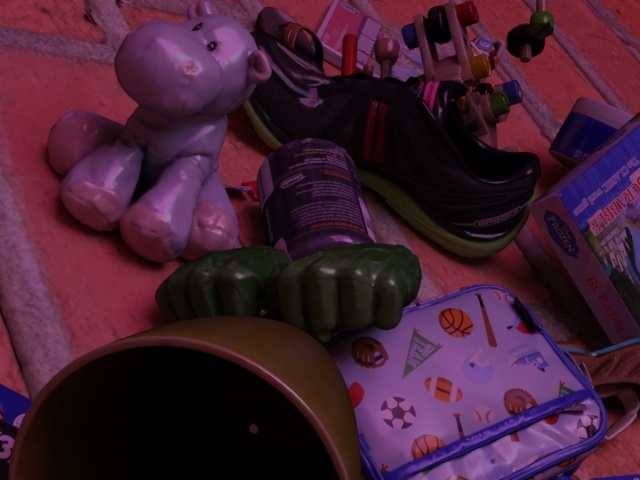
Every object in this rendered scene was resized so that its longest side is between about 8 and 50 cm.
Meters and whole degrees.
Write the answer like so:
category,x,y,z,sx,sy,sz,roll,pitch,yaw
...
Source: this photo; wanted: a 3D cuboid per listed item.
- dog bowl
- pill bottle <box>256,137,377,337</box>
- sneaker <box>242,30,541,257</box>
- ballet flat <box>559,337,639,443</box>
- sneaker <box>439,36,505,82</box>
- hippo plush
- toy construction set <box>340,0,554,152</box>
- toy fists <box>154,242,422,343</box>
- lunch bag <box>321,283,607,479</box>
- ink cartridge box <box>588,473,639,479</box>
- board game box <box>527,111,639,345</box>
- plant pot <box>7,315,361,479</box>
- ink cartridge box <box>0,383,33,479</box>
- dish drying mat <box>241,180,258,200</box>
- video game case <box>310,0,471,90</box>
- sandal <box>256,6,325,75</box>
category,x,y,z,sx,sy,sz,roll,pitch,yaw
dog bowl,0.512,-0.124,1.910,0.265,0.104,0.265,31,5,-3
pill bottle,0.000,0.000,1.379,0.130,0.130,0.246,17,37,-25
sneaker,0.093,-0.168,1.608,0.482,0.202,0.185,28,33,-10
ballet flat,0.319,0.195,1.453,0.342,0.116,0.124,2,64,-45
sneaker,0.251,-0.308,1.987,0.069,0.084,0.185,43,33,12
hippo plush,-0.140,-0.127,1.319,0.294,0.237,0.234,-10,53,-47
toy construction set,0.181,-0.199,1.742,0.308,0.257,0.237,3,59,4
toy fists,-0.036,0.055,1.200,0.279,0.096,0.142,0,4,24
lunch bag,0.146,0.181,1.224,0.303,0.115,0.243,-17,56,-27
ink cartridge box,0.377,0.365,1.320,0.097,0.046,0.207,5,43,-39
board game box,0.483,0.003,1.667,0.318,0.066,0.318,-37,97,-35
plant pot,-0.076,0.173,1.006,0.274,0.275,0.293,36,18,3
ink cartridge box,-0.330,0.203,0.901,0.175,0.069,0.371,30,31,-7
dish drying mat,-0.064,-0.069,1.523,0.083,0.008,0.032,-11,55,-48
video game case,0.125,-0.296,1.963,0.285,0.025,0.204,30,33,-7
sandal,-0.032,-0.293,1.788,0.090,0.060,0.219,11,40,-32
